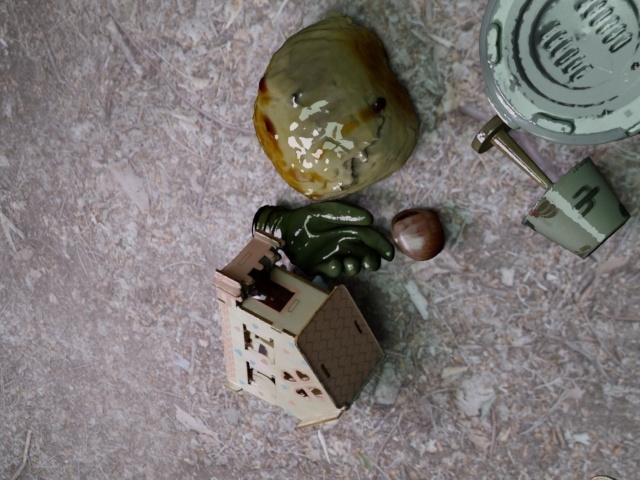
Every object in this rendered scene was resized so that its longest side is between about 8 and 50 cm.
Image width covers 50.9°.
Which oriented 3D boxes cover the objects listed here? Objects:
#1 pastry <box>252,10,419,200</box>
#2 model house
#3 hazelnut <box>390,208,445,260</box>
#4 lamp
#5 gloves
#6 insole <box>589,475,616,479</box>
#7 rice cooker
[{"bbox_3d":[-0.007,-0.185,0.983,0.237,0.170,0.255,-27,87,29],"label":"pastry"},{"bbox_3d":[-0.024,0.157,1.072,0.244,0.169,0.326,27,140,22],"label":"model house"},{"bbox_3d":[0.146,-0.010,1.009,0.086,0.086,0.086,9,109,25],"label":"hazelnut"},{"bbox_3d":[0.298,-0.077,0.887,0.214,0.121,0.121,50,121,16],"label":"lamp"},{"bbox_3d":[0.006,-0.002,1.072,0.268,0.107,0.135,18,106,40],"label":"gloves"},{"bbox_3d":[0.411,0.469,1.059,0.081,0.011,0.247,26,116,19],"label":"insole"},{"bbox_3d":[0.311,-0.225,0.767,0.241,0.227,0.280,-42,82,29],"label":"rice cooker"}]
